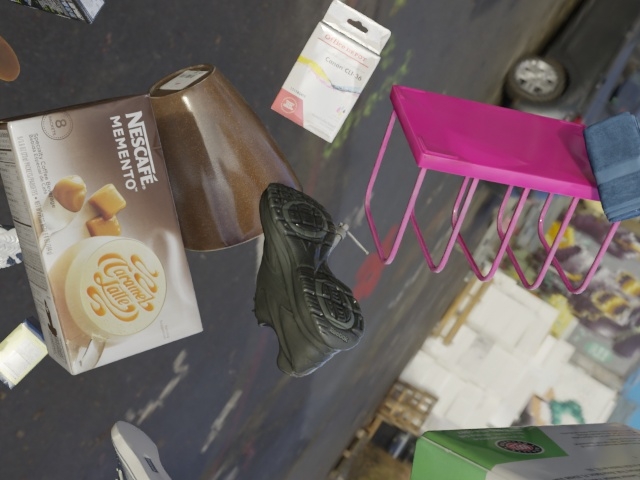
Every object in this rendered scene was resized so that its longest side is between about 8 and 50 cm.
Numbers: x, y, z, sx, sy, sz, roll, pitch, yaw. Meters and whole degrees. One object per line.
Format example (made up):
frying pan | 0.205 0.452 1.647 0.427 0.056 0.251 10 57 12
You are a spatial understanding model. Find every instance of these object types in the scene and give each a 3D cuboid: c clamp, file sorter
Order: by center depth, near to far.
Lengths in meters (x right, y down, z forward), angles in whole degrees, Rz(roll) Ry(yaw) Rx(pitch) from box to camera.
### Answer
file sorter | 0.223 -0.058 1.188 0.202 0.291 0.182 -101 -156 -57
c clamp | 0.000 0.000 1.373 0.022 0.137 0.161 -42 -179 37

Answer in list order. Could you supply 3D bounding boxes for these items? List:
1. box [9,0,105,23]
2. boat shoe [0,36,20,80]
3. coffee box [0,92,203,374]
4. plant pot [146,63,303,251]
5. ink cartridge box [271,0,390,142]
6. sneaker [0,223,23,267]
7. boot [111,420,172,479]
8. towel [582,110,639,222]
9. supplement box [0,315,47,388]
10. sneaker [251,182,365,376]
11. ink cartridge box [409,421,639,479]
box | -0.539 -0.519 1.614 0.060 0.216 0.270 -62 156 -18
boat shoe | -0.695 -0.402 1.798 0.207 0.073 0.073 52 58 -39
coffee box | -0.221 -0.012 0.889 0.141 0.098 0.246 -17 104 -28
plant pot | -0.164 -0.139 1.344 0.215 0.215 0.230 -47 127 -39
ink cartridge box | 0.019 -0.273 1.437 0.198 0.115 0.067 -60 -174 15
sneaker | -0.565 -0.039 1.390 0.094 0.235 0.153 102 -20 -56
boot | -0.258 0.325 1.212 0.069 0.190 0.086 32 94 -34
towel | 0.350 -0.085 1.041 0.067 0.119 0.029 -19 167 33
supplement box | -0.423 0.157 1.267 0.083 0.056 0.083 -46 -173 -9
sneaker | -0.042 0.044 1.143 0.109 0.286 0.130 20 129 -32
ink cartridge box | 0.207 0.200 0.494 0.201 0.278 0.117 6 95 -35
